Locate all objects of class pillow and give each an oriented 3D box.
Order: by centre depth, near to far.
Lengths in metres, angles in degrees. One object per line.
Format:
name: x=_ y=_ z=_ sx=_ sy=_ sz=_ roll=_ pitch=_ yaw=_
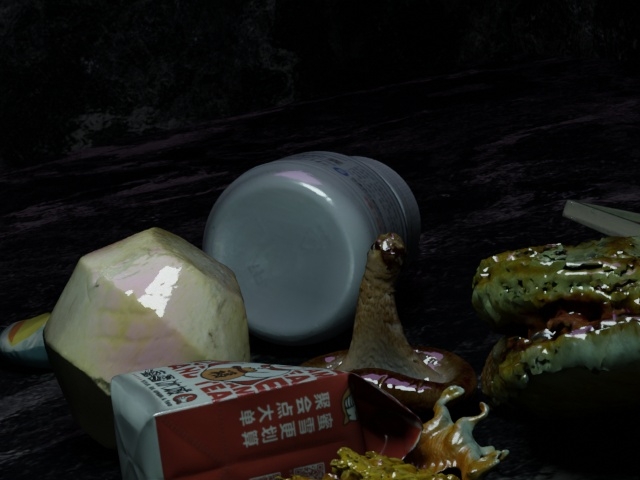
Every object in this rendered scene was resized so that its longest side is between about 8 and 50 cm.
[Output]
pillow: x=-0.339 y=0.122 z=2.259 sx=0.233 sy=0.086 sz=0.214 roll=-23 pitch=10 yaw=-40

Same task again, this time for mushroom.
mushroom: x=0.060 y=0.096 z=1.854 sx=0.227 sy=0.218 sz=0.148 roll=-5 pitch=15 yaw=11

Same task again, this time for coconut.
coconut: x=-0.192 y=0.125 z=1.850 sx=0.259 sy=0.259 sz=0.259 roll=-7 pitch=14 yaw=2

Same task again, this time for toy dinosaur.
toy dinosaur: x=0.107 y=0.224 z=1.703 sx=0.212 sy=0.057 sz=0.142 roll=-21 pitch=24 yaw=27

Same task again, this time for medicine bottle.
medicine bottle: x=0.000 y=0.000 z=2.214 sx=0.245 sy=0.245 sz=0.306 roll=-2 pitch=8 yaw=20

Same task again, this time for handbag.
handbag: x=-0.054 y=0.191 z=1.676 sx=0.298 sy=0.151 sz=0.171 roll=-12 pitch=13 yaw=-20

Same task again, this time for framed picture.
framed picture: x=0.559 y=0.024 z=1.986 sx=0.446 sy=0.028 sz=0.326 roll=10 pitch=7 yaw=-18

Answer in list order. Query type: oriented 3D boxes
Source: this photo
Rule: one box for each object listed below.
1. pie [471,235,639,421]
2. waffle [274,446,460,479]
pie: x=0.369 y=0.079 z=1.682 sx=0.418 sy=0.180 sz=0.395 roll=-7 pitch=-13 yaw=4
waffle: x=0.046 y=0.246 z=1.494 sx=0.197 sy=0.070 sz=0.193 roll=9 pitch=10 yaw=-6
